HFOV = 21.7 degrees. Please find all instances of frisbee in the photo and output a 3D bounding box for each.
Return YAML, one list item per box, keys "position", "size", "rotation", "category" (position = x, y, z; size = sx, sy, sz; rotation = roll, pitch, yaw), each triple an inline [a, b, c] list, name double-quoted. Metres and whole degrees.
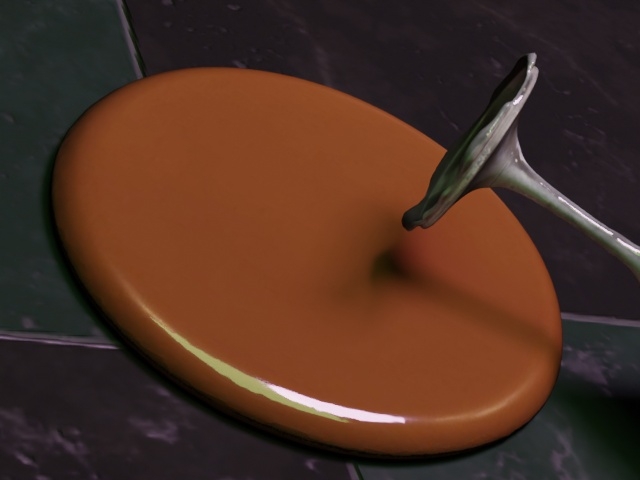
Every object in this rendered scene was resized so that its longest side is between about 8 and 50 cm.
- position: [0.000, 0.000, 0.760]
  size: [0.250, 0.021, 0.251]
  rotation: [18, 37, -14]
  category: "frisbee"

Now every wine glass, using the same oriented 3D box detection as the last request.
- position: [0.135, 0.008, 0.731]
  size: [0.183, 0.122, 0.122]
  rotation: [34, 36, -4]
  category: "wine glass"
